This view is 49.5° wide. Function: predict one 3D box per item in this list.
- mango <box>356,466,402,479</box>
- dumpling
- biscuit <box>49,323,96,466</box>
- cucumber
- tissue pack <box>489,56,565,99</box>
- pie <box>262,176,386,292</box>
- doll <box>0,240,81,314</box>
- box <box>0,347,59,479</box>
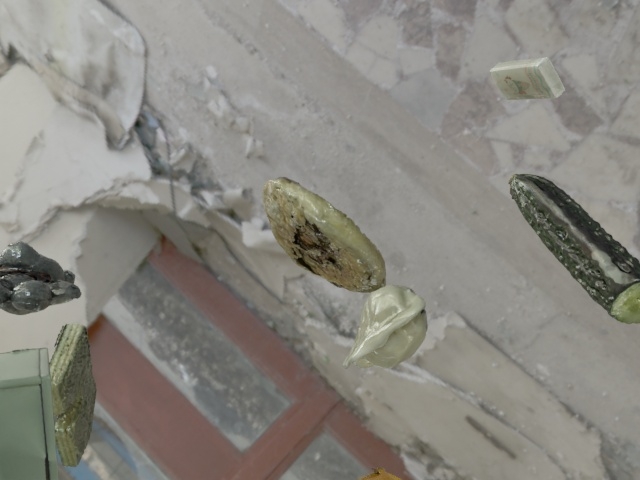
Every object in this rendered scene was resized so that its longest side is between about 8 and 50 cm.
[{"bbox_3d":[0.078,0.346,0.886,0.101,0.066,0.187,52,-168,32],"label":"mango"},{"bbox_3d":[0.147,0.225,1.735,0.187,0.242,0.318,55,164,20],"label":"dumpling"},{"bbox_3d":[-0.445,0.281,1.244,0.046,0.147,0.250,6,129,-2],"label":"biscuit"},{"bbox_3d":[0.329,0.002,0.876,0.077,0.077,0.265,81,166,-45],"label":"cucumber"},{"bbox_3d":[0.280,-0.219,0.946,0.056,0.023,0.108,53,169,-20],"label":"tissue pack"},{"bbox_3d":[0.000,0.000,1.479,0.339,0.077,0.339,36,159,16],"label":"pie"},{"bbox_3d":[-0.627,0.078,1.459,0.340,0.245,0.158,161,112,-76],"label":"doll"},{"bbox_3d":[-0.454,0.269,0.876,0.117,0.225,0.225,-155,63,-65],"label":"box"}]
